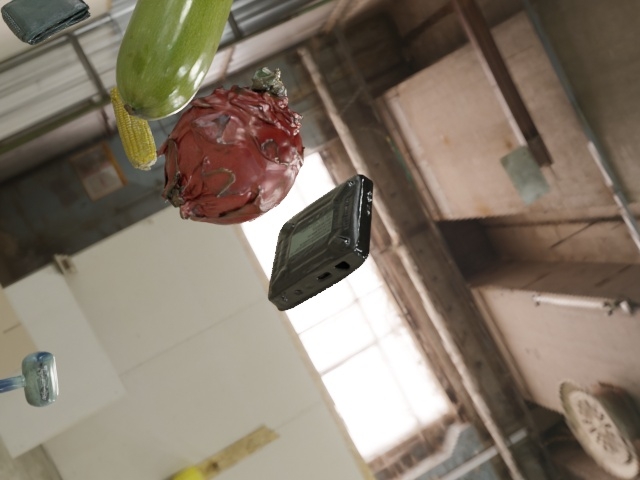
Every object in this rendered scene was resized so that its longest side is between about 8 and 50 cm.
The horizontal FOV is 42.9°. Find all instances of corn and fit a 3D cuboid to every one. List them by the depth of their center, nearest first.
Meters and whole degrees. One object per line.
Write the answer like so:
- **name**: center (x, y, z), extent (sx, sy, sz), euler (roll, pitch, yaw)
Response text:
- **corn**: center (-0.409, -0.248, 1.778), extent (0.067, 0.067, 0.207), euler (114, -44, -76)

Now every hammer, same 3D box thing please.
- **hammer**: center (-0.642, 0.301, 1.683), extent (0.069, 0.193, 0.116), euler (10, -73, 53)

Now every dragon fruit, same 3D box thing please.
- **dragon fruit**: center (-0.107, -0.106, 1.004), extent (0.172, 0.209, 0.172), euler (42, -11, 10)

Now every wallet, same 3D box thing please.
- **wallet**: center (-0.334, -0.274, 0.984), extent (0.129, 0.088, 0.026), euler (43, -18, 44)

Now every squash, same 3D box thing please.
- **squash**: center (-0.212, -0.277, 1.159), extent (0.132, 0.132, 0.247), euler (98, 7, -72)

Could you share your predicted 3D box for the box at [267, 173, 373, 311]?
- **box**: center (0.000, 0.000, 1.893), extent (0.073, 0.290, 0.289), euler (39, 37, -28)
